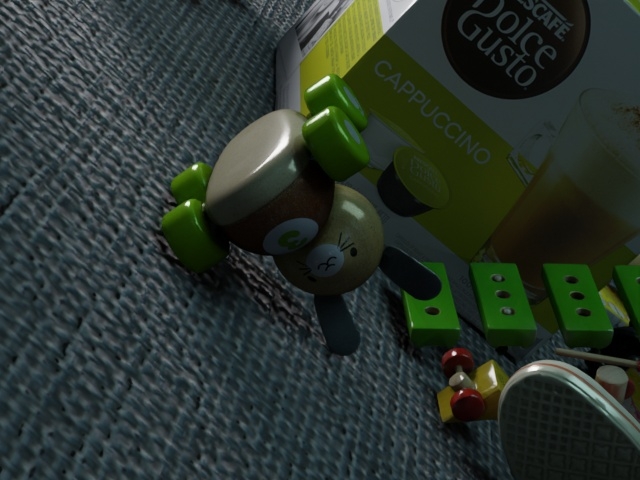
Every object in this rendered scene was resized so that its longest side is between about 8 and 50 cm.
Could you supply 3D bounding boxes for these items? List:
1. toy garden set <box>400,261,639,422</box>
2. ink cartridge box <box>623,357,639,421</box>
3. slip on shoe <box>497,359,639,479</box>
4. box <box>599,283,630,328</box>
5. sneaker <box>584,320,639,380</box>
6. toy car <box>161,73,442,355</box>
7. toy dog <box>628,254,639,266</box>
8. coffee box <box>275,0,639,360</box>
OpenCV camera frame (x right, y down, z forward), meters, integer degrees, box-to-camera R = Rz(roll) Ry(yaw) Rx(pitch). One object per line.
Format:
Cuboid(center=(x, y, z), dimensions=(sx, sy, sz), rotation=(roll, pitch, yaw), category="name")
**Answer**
Cuboid(center=(0.197, 0.094, 1.404), dimensions=(0.244, 0.049, 0.204), rotation=(1, 31, -6), category="toy garden set")
Cuboid(center=(0.329, 0.171, 1.496), dimensions=(0.127, 0.176, 0.128), rotation=(51, 19, 18), category="ink cartridge box")
Cuboid(center=(0.262, 0.209, 1.339), dimensions=(0.331, 0.123, 0.101), rotation=(44, 34, -22), category="slip on shoe")
Cuboid(center=(0.314, 0.069, 1.909), dimensions=(0.179, 0.043, 0.105), rotation=(31, 21, -31), category="box")
Cuboid(center=(0.355, 0.133, 1.762), dimensions=(0.135, 0.097, 0.276), rotation=(46, 19, -5), category="sneaker")
Cuboid(center=(0.000, 0.000, 1.222), dimensions=(0.188, 0.155, 0.149), rotation=(52, 15, -19), category="toy car")
Cuboid(center=(0.372, -0.079, 2.024), dimensions=(0.408, 0.284, 0.395), rotation=(44, -22, 28), category="toy dog")
Cuboid(center=(0.184, -0.159, 1.644), dimensions=(0.337, 0.334, 0.338), rotation=(39, 19, -16), category="coffee box")
